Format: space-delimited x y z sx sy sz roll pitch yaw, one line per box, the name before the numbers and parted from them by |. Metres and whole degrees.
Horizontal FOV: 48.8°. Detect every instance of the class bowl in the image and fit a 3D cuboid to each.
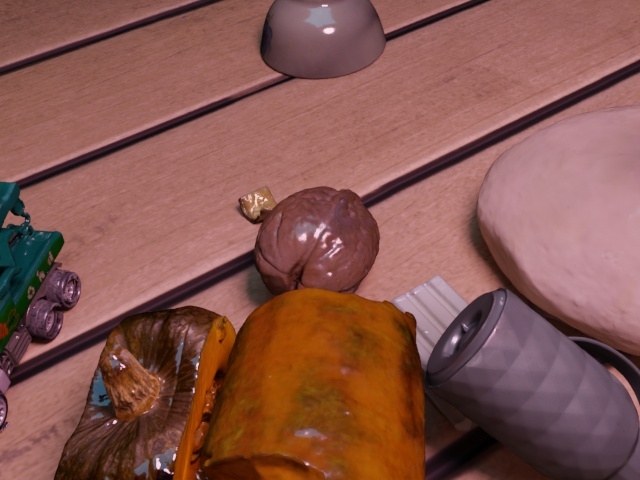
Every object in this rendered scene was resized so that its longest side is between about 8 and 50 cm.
bowl | 0.000 -0.496 1.567 0.290 0.146 0.289 -3 44 3

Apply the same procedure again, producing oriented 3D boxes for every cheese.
cheese | -0.093 -0.054 1.200 0.060 0.041 0.084 -24 36 -28

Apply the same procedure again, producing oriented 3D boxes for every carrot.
carrot | -0.001 0.213 0.781 0.242 0.241 0.340 2 42 7

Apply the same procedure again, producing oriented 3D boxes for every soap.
soap | 0.174 0.147 0.950 0.119 0.066 0.198 -27 48 -18

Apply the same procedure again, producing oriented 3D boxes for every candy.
candy | 0.426 -0.046 0.994 0.427 0.186 0.386 18 64 38

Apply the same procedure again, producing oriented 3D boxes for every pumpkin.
pumpkin | -0.190 0.210 0.809 0.140 0.221 0.317 2 46 13

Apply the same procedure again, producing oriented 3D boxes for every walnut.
walnut | 0.000 0.002 1.052 0.178 0.178 0.230 16 37 20

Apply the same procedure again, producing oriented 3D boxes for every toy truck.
toy truck | -0.483 0.099 0.988 0.177 0.177 0.363 4 48 8

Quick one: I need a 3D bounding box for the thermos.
thermos | 0.276 0.180 0.808 0.287 0.145 0.182 37 60 -3
